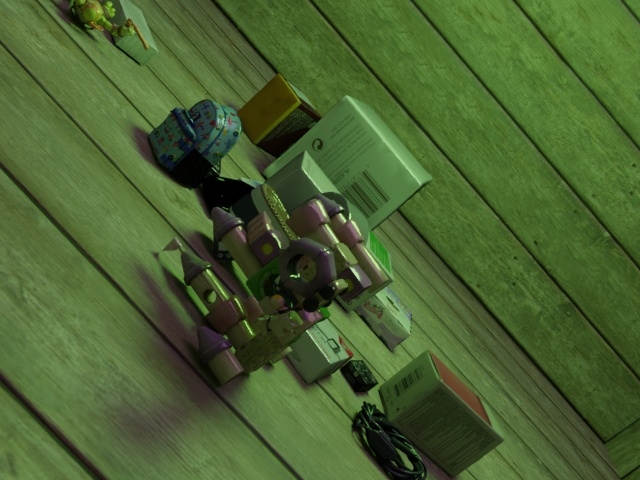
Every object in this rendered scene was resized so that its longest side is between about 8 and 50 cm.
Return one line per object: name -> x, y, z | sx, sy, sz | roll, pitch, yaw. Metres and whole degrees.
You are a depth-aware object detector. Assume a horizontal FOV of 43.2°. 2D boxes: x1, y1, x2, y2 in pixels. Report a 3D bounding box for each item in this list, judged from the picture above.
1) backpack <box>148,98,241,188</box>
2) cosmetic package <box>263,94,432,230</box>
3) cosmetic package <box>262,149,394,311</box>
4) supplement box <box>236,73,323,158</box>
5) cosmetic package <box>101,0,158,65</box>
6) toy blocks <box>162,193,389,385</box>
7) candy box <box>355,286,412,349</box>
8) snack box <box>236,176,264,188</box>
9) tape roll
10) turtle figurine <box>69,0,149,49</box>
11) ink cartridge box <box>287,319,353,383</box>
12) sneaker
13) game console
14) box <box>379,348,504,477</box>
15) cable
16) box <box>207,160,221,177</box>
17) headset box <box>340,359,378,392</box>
backpack -> -0.256, -0.221, 1.694 | 0.117, 0.173, 0.158 | 37, 19, -42
cosmetic package -> 0.093, -0.190, 2.385 | 0.327, 0.329, 0.394 | 50, 13, 3
cosmetic package -> 0.013, -0.025, 2.020 | 0.365, 0.155, 0.197 | 51, 14, -16
supplement box -> -0.121, -0.376, 2.505 | 0.129, 0.191, 0.194 | 57, 16, 27
cosmetic package -> -0.494, -0.550, 2.077 | 0.099, 0.060, 0.239 | 39, 17, -44
toy blocks -> -0.094, 0.038, 1.280 | 0.260, 0.289, 0.309 | 56, 17, 10
candy box -> 0.166, 0.183, 2.151 | 0.165, 0.070, 0.196 | 49, 13, -3
snack box -> -0.157, -0.123, 2.063 | 0.064, 0.022, 0.178 | 54, 14, 13
tape roll -> 0.000, 0.000, 1.807 | 0.072, 0.219, 0.219 | 38, 18, -36
turtle figurine -> -0.522, -0.531, 1.881 | 0.269, 0.087, 0.217 | 34, 11, -24
ink cartridge box -> -0.010, 0.205, 1.551 | 0.109, 0.063, 0.150 | 53, 14, 13
sneaker -> -0.104, 0.048, 1.552 | 0.282, 0.153, 0.099 | 64, 14, 7
game console -> -0.130, 0.007, 1.714 | 0.213, 0.044, 0.361 | 21, 35, -41
box -> 0.263, 0.377, 1.764 | 0.232, 0.149, 0.127 | 44, 14, -24
cable -> 0.134, 0.394, 1.555 | 0.184, 0.047, 0.150 | 46, 9, -2
box -> -0.283, -0.212, 1.895 | 0.116, 0.029, 0.162 | 43, 14, -22
headset box -> 0.084, 0.284, 1.698 | 0.062, 0.032, 0.083 | 55, 14, 20
